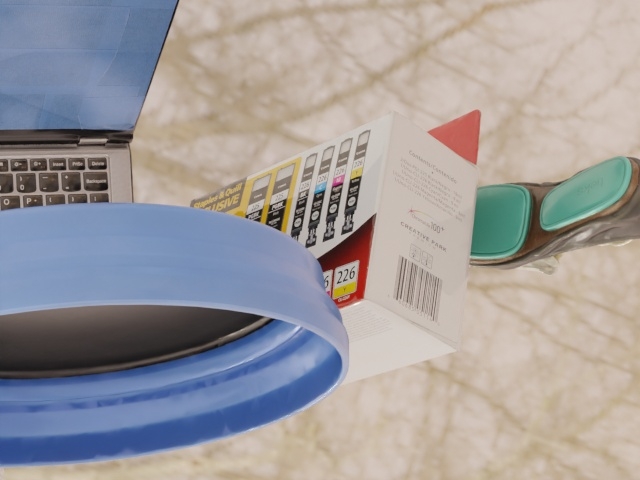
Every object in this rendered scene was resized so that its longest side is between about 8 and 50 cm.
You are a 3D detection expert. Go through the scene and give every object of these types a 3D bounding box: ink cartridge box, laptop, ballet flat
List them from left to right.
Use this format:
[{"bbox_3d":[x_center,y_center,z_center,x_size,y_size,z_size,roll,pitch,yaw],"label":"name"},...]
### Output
[{"bbox_3d":[-0.327,-0.048,1.702,0.236,0.382,0.408,172,-84,-66],"label":"laptop"},{"bbox_3d":[0.000,0.000,1.787,0.309,0.130,0.272,-22,-131,43],"label":"ink cartridge box"},{"bbox_3d":[0.230,-0.011,1.777,0.280,0.096,0.095,-11,-125,49],"label":"ballet flat"}]

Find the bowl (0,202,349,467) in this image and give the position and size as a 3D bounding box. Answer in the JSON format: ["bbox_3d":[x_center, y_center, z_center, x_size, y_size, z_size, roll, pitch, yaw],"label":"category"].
[{"bbox_3d":[-0.176,0.074,1.255,0.391,0.391,0.077,-29,-119,44],"label":"bowl"}]

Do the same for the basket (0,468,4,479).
[{"bbox_3d":[-0.501,0.258,1.871,0.331,0.328,0.266,-107,-160,-48],"label":"basket"}]
